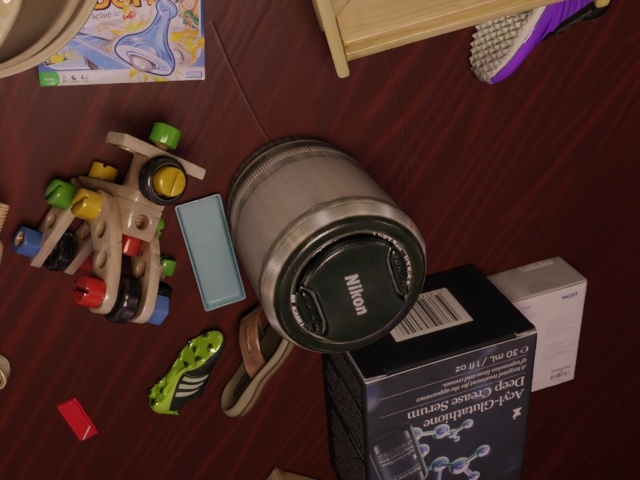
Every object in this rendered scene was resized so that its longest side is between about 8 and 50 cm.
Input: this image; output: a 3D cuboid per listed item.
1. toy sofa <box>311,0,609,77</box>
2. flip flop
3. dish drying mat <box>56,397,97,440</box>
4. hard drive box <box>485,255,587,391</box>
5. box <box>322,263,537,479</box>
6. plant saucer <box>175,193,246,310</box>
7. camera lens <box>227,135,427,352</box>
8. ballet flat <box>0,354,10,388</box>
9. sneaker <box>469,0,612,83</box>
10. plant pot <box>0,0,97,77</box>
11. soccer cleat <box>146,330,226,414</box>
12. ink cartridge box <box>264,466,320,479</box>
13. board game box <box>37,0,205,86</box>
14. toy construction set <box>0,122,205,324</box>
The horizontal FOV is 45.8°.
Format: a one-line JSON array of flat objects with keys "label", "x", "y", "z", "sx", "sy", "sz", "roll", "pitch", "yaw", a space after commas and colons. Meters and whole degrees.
[{"label": "toy sofa", "x": 0.160, "y": -0.351, "z": 0.927, "sx": 0.362, "sy": 0.177, "sz": 0.150, "roll": -15, "pitch": 147, "yaw": 6}, {"label": "flip flop", "x": -0.102, "y": 0.162, "z": 1.197, "sx": 0.080, "sy": 0.112, "sz": 0.277, "roll": 25, "pitch": 113, "yaw": -17}, {"label": "dish drying mat", "x": -0.385, "y": 0.284, "z": 1.203, "sx": 0.032, "sy": 0.008, "sz": 0.083, "roll": -23, "pitch": 125, "yaw": -7}, {"label": "hard drive box", "x": 0.376, "y": 0.165, "z": 1.389, "sx": 0.181, "sy": 0.089, "sz": 0.232, "roll": -13, "pitch": 123, "yaw": -15}, {"label": "box", "x": 0.176, "y": 0.284, "z": 1.305, "sx": 0.293, "sy": 0.212, "sz": 0.395, "roll": -14, "pitch": 124, "yaw": -14}, {"label": "plant saucer", "x": -0.162, "y": 0.018, "z": 1.129, "sx": 0.067, "sy": 0.018, "sz": 0.192, "roll": -18, "pitch": 123, "yaw": -11}, {"label": "camera lens", "x": 0.000, "y": 0.000, "z": 1.025, "sx": 0.219, "sy": 0.274, "sz": 0.219, "roll": -10, "pitch": 122, "yaw": -16}, {"label": "ballet flat", "x": -0.498, "y": 0.151, "z": 1.051, "sx": 0.057, "sy": 0.052, "sz": 0.168, "roll": -40, "pitch": 125, "yaw": 6}, {"label": "sneaker", "x": 0.338, "y": -0.335, "z": 1.069, "sx": 0.146, "sy": 0.102, "sz": 0.293, "roll": 22, "pitch": 109, "yaw": -31}, {"label": "plant pot", "x": -0.364, "y": -0.271, "z": 0.673, "sx": 0.334, "sy": 0.305, "sz": 0.334, "roll": -5, "pitch": 116, "yaw": -11}, {"label": "soccer cleat", "x": -0.202, "y": 0.211, "z": 1.208, "sx": 0.179, "sy": 0.060, "sz": 0.072, "roll": -46, "pitch": 135, "yaw": 16}, {"label": "ink cartridge box", "x": 0.007, "y": 0.542, "z": 1.400, "sx": 0.235, "sy": 0.193, "sz": 0.088, "roll": 26, "pitch": 109, "yaw": -31}, {"label": "board game box", "x": -0.242, "y": -0.261, "z": 0.919, "sx": 0.201, "sy": 0.035, "sz": 0.136, "roll": -7, "pitch": 121, "yaw": -18}, {"label": "toy construction set", "x": -0.293, "y": -0.055, "z": 0.940, "sx": 0.309, "sy": 0.257, "sz": 0.237, "roll": 19, "pitch": 94, "yaw": -19}]
